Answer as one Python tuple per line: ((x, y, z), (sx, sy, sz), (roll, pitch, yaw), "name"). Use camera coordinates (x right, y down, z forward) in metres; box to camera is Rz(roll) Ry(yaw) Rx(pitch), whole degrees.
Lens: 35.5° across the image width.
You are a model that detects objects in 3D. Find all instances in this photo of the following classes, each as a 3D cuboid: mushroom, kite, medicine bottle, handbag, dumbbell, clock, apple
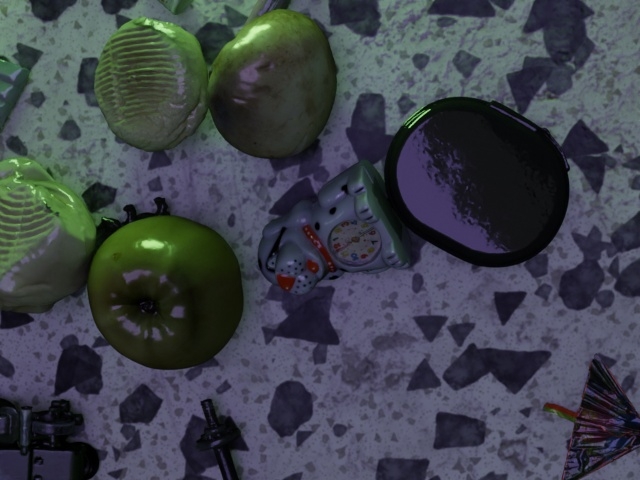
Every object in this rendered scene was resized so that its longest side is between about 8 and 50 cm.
((-0.074, -0.249, 1.615), (0.184, 0.254, 0.255), (8, 94, 33), "mushroom")
((0.459, 0.315, 1.671), (0.183, 0.014, 0.241), (19, 96, 7), "kite")
((-0.264, -0.434, 1.712), (0.089, 0.057, 0.057), (42, 97, 5), "medicine bottle")
((0.256, -0.097, 1.633), (0.308, 0.093, 0.254), (29, 90, 1), "handbag")
((-0.159, 0.395, 1.723), (0.081, 0.081, 0.254), (-18, 90, 8), "dumbbell")
((0.002, 0.000, 1.649), (0.253, 0.189, 0.189), (-24, 89, 13), "clock")
((-0.250, 0.084, 1.645), (0.262, 0.262, 0.263), (0, 93, 8), "apple")

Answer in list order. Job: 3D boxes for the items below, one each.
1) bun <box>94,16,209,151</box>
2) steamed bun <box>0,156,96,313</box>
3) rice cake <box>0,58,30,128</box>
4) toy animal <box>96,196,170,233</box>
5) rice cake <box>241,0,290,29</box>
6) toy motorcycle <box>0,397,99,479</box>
((-0.264, -0.258, 1.671), (0.220, 0.134, 0.221), (2, 95, 30), "bun")
((-0.515, 0.010, 1.694), (0.320, 0.206, 0.275), (30, 84, 31), "steamed bun")
((-0.642, -0.264, 1.780), (0.198, 0.037, 0.189), (29, 95, 5), "rice cake")
((-0.326, -0.032, 1.743), (0.135, 0.047, 0.065), (-12, 99, 2), "toy animal")
((-0.099, -0.373, 1.695), (0.049, 0.055, 0.270), (32, 98, 10), "rice cake")
((-0.531, 0.372, 1.756), (0.275, 0.127, 0.205), (4, 94, 1), "toy motorcycle")
